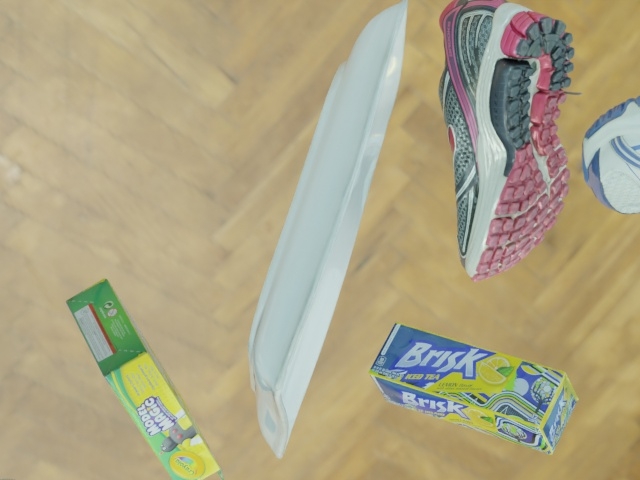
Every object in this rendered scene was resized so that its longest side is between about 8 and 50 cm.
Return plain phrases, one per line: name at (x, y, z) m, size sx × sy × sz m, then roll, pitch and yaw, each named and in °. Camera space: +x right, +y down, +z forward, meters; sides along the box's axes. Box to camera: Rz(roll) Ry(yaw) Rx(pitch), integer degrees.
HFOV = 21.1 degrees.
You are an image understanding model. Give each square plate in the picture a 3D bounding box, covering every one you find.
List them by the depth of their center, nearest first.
square plate at (0.000, 0.000, 1.508) m, size 0.347 × 0.049 × 0.344 m, roll 95°, pitch 12°, yaw -74°

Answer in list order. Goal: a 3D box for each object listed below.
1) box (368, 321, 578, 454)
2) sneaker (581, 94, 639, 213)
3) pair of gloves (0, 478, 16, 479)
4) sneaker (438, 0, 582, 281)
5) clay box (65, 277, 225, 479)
box at (0.130, 0.126, 1.480) m, size 0.059 × 0.169 × 0.054 m, roll -60°, pitch 146°, yaw -23°
sneaker at (0.276, -0.040, 1.123) m, size 0.112 × 0.296 × 0.131 m, roll 0°, pitch 79°, yaw -28°
pair of gloves at (-0.350, 0.189, 1.557) m, size 0.042 × 0.204 × 0.240 m, roll -36°, pitch 101°, yaw -44°
sneaker at (0.169, -0.096, 1.643) m, size 0.121 × 0.112 × 0.299 m, roll -27°, pitch 133°, yaw -37°
clay box at (-0.170, 0.155, 1.712) m, size 0.053 × 0.127 × 0.222 m, roll -30°, pitch 132°, yaw -6°
